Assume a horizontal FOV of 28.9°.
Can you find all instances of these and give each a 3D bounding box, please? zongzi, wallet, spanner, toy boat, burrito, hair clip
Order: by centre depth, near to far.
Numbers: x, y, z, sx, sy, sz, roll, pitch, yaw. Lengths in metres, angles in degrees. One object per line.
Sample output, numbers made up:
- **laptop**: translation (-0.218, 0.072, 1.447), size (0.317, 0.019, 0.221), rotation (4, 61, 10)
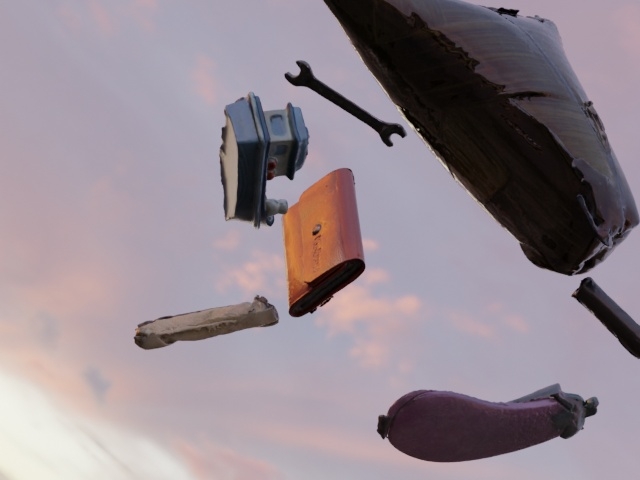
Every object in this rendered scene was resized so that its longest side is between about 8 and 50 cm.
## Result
- **toy boat**: translation (-0.070, -0.087, 1.536), size (0.238, 0.098, 0.109), rotation (102, -24, -59)
- **zongzi**: translation (0.187, -0.156, 1.569), size (0.432, 0.208, 0.403), rotation (15, 43, -40)
- **burrito**: translation (-0.144, 0.107, 1.575), size (0.045, 0.185, 0.041), rotation (-105, -173, -51)
- **wallet**: translation (0.000, 0.000, 1.786), size (0.142, 0.204, 0.045), rotation (-37, -55, 25)
- **hair clip**: translation (0.244, 0.269, 1.850), size (0.110, 0.359, 0.095), rotation (-50, -130, 55)
- **spanner**: translation (0.047, -0.253, 2.305), size (0.254, 0.015, 0.054), rotation (33, -64, 3)

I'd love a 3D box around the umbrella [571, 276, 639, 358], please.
- **umbrella**: translation (0.370, 0.101, 1.558), size (0.133, 0.031, 0.036), rotation (47, -27, 24)
